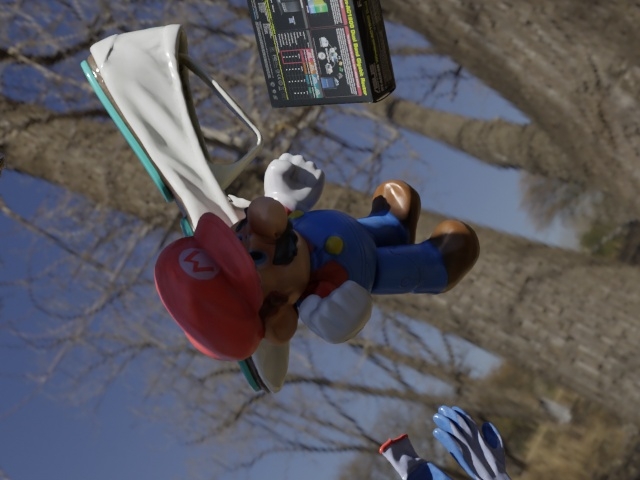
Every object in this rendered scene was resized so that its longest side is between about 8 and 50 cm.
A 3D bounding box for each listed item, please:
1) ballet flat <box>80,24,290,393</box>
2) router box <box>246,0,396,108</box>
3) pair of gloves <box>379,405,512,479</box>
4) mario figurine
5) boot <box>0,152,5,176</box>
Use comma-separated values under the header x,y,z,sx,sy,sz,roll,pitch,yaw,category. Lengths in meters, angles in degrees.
x,y,z,sx,sy,sz,roll,pitch,yaw,category
-0.099,-0.046,1.174,0.139,0.400,0.139,-28,-7,-4,ballet flat
-0.002,-0.160,0.854,0.038,0.092,0.122,-38,-57,-49,router box
0.167,0.276,1.399,0.198,0.159,0.023,-21,-25,-46,pair of gloves
0.000,0.000,1.030,0.320,0.198,0.170,-14,-87,-42,mario figurine
-0.420,-0.004,1.063,0.305,0.112,0.115,-27,-62,-37,boot
